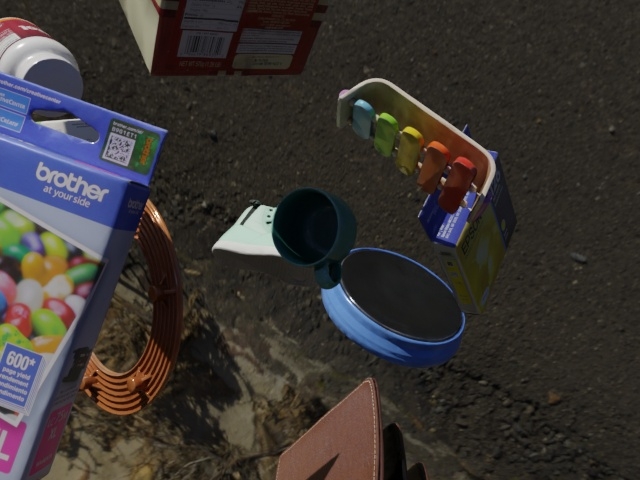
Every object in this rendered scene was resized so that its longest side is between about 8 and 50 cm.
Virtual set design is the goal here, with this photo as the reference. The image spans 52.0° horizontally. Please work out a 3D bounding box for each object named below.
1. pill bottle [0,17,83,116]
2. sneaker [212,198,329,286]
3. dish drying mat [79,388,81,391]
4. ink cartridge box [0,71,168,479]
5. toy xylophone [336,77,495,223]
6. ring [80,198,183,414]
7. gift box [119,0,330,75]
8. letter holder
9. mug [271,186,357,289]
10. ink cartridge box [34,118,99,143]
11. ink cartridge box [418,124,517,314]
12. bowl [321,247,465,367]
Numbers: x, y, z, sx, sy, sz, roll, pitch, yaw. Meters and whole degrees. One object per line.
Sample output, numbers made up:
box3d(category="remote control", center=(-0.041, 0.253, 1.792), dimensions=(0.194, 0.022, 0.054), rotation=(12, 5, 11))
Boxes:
box3d(category="pill bottle", center=(-0.325, -0.193, 0.739), dimensions=(0.086, 0.086, 0.152), rotation=(-38, 46, -17))
box3d(category="sneaker", center=(-0.071, -0.004, 1.271), dimensions=(0.256, 0.094, 0.151), rotation=(13, 53, 25))
box3d(category="dish drying mat", center=(-0.411, 0.236, 1.078), dimensions=(0.083, 0.008, 0.032), rotation=(-6, 108, -13))
box3d(category="ink cartridge box", center=(-0.265, 0.022, 0.538), dimensions=(0.185, 0.065, 0.311), rotation=(20, 88, 4))
box3d(category="toy xylophone", center=(0.173, -0.152, 1.164), dimensions=(0.322, 0.236, 0.081), rotation=(36, 77, 19))
box3d(category="ring", center=(-0.309, 0.084, 0.950), dimensions=(0.032, 0.336, 0.337), rotation=(-2, 68, -47))
box3d(category="gift box", center=(-0.148, -0.364, 0.841), dimensions=(0.255, 0.276, 0.258), rotation=(-5, 55, -34))
box3d(category="letter holder", center=(0.051, 0.324, 0.678), dimensions=(0.152, 0.214, 0.302), rotation=(31, 31, -14))
box3d(category="mug", center=(-0.007, -0.006, 1.103), dimensions=(0.129, 0.097, 0.158), rotation=(14, 93, 27))
box3d(category="ink cartridge box", center=(-0.684, -0.184, 1.757), dimensions=(0.198, 0.115, 0.273), rotation=(3, 104, 31))
box3d(category="ink cartridge box", center=(0.344, -0.047, 1.467), dimensions=(0.072, 0.307, 0.304), rotation=(6, 50, 35))
box3d(category="bowl", center=(0.195, 0.159, 1.695), dimensions=(0.391, 0.077, 0.391), rotation=(18, 32, -11))
